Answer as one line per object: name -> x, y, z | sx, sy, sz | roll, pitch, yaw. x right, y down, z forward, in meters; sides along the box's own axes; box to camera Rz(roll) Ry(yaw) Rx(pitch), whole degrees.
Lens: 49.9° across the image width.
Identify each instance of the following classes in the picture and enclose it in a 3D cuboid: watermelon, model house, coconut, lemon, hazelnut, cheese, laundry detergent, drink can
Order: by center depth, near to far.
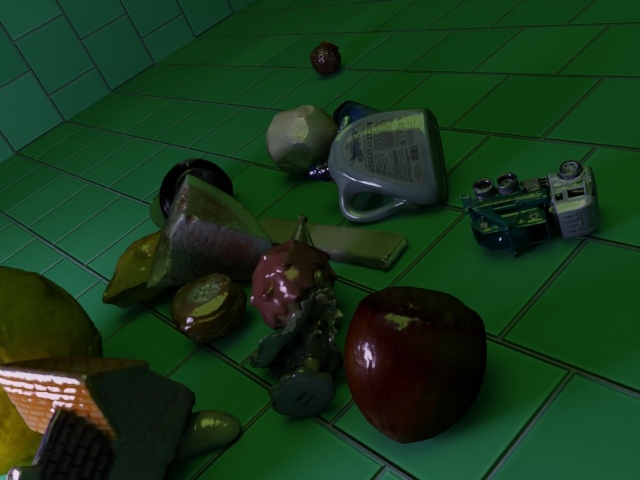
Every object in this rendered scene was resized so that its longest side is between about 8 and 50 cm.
hazelnut -> 0.122, 0.167, 0.929 | 0.208, 0.208, 0.208 | -19, 32, 12
model house -> -0.346, 0.274, 0.974 | 0.202, 0.237, 0.237 | 4, 63, 29
lemon -> -0.561, 0.229, 1.176 | 0.387, 0.349, 0.350 | -56, 32, 7
cheese -> -0.002, -0.001, 1.394 | 0.400, 0.034, 0.085 | 9, 45, 44
laundry detergent -> 0.107, -0.146, 1.403 | 0.280, 0.215, 0.105 | -11, -8, 23
watermelon -> -0.240, -0.001, 1.413 | 0.310, 0.193, 0.231 | 42, 31, 27
drink can -> 0.120, -0.268, 1.646 | 0.097, 0.097, 0.235 | -34, 31, -13
coconut -> -0.034, -0.240, 1.656 | 0.182, 0.171, 0.171 | -2, 38, 38

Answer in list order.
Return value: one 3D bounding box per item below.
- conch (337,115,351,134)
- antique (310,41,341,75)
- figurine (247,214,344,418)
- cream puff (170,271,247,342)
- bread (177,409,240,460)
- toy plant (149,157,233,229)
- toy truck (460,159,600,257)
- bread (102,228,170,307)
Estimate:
conch -> 0.074, -0.190, 1.553 | 0.135, 0.102, 0.153 | 150, 135, -66
antique -> 0.016, -0.569, 2.166 | 0.104, 0.104, 0.104 | -19, 32, 12
figurine -> -0.035, 0.109, 1.151 | 0.207, 0.166, 0.387 | -52, 25, 32
cream puff -> -0.203, 0.130, 1.279 | 0.144, 0.103, 0.126 | -31, 45, -8
bread -> -0.229, 0.308, 1.082 | 0.214, 0.053, 0.073 | -20, 28, 12
toy plant -> -0.308, -0.101, 1.658 | 0.218, 0.175, 0.235 | -25, 3, -13
toy truck -> 0.350, -0.043, 1.141 | 0.215, 0.110, 0.116 | -12, 47, 20
bread -> -0.379, 0.059, 1.523 | 0.160, 0.088, 0.233 | -15, 35, 11
